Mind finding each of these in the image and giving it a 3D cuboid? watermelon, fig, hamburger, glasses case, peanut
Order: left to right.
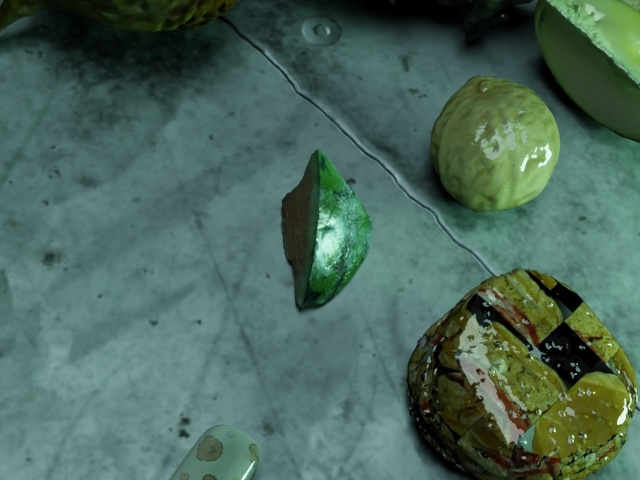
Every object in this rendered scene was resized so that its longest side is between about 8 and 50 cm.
[{"bbox_3d":[-0.251,-0.315,1.646,0.368,0.286,0.286,-44,69,4],"label":"fig"},{"bbox_3d":[-0.117,0.246,1.390,0.063,0.041,0.164,29,59,11],"label":"glasses case"},{"bbox_3d":[0.006,0.001,1.567,0.101,0.080,0.155,28,47,-32],"label":"watermelon"},{"bbox_3d":[0.191,-0.110,1.622,0.140,0.109,0.159,-9,61,-14],"label":"peanut"},{"bbox_3d":[0.202,0.144,1.467,0.231,0.107,0.231,7,59,-12],"label":"hamburger"}]

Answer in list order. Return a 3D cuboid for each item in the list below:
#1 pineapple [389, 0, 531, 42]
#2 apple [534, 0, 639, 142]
[{"bbox_3d":[0.138,-0.353,1.728,0.357,0.223,0.223,27,57,-4],"label":"pineapple"},{"bbox_3d":[0.374,-0.211,1.712,0.265,0.120,0.193,45,49,16],"label":"apple"}]
